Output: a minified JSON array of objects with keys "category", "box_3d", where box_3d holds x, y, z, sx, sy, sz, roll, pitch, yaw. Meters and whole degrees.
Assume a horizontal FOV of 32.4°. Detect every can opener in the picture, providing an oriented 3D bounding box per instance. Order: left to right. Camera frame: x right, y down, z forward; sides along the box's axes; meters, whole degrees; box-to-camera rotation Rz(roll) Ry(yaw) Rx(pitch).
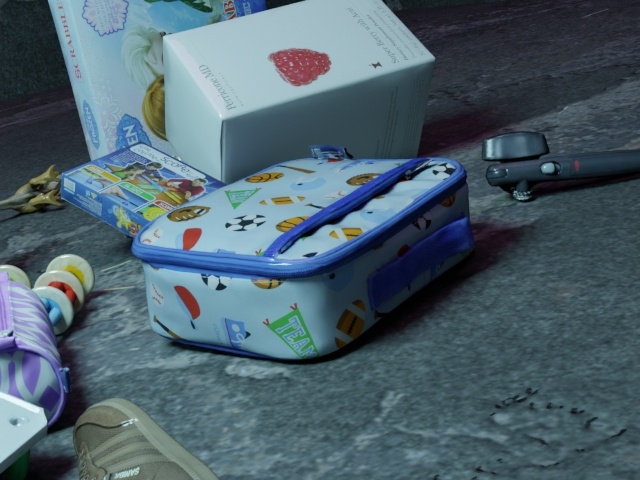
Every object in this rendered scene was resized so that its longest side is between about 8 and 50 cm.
[{"category":"can opener","box_3d":[0.267,-0.081,1.183,0.186,0.073,0.059,-1,9,5]}]

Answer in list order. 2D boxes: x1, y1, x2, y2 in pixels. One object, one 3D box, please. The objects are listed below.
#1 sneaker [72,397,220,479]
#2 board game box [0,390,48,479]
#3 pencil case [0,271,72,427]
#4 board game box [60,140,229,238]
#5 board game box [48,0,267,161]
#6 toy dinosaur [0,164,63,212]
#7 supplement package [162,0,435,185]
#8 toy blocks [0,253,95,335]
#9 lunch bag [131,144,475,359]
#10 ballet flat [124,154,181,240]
[{"category":"sneaker","box_3d":[-0.124,0.148,0.672,0.071,0.066,0.188,-23,19,-30]},{"category":"board game box","box_3d":[-0.438,0.151,0.672,0.390,0.050,0.390,18,25,15]},{"category":"pencil case","box_3d":[-0.261,0.094,0.914,0.086,0.088,0.206,-20,17,-14]},{"category":"board game box","box_3d":[-0.178,-0.045,1.264,0.201,0.035,0.136,28,35,25]},{"category":"board game box","box_3d":[-0.206,-0.244,1.599,0.318,0.318,0.066,-24,21,-33]},{"category":"toy dinosaur","box_3d":[-0.439,-0.059,1.632,0.112,0.064,0.211,-23,-1,32]},{"category":"supplement package","box_3d":[-0.031,-0.178,1.398,0.293,0.175,0.177,-19,52,-22]},{"category":"toy blocks","box_3d":[-0.298,0.066,1.091,0.123,0.054,0.148,-10,17,4]},{"category":"lunch bag","box_3d":[0.000,0.000,1.006,0.243,0.115,0.303,3,23,36]},{"category":"ballet flat","box_3d":[-0.196,-0.068,1.428,0.091,0.077,0.241,-10,16,12]}]
